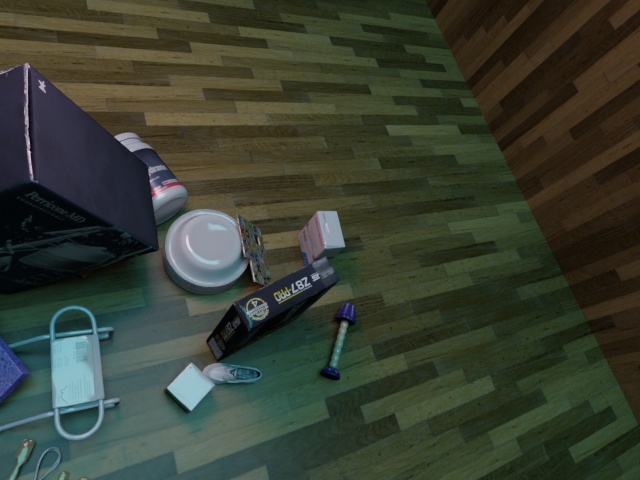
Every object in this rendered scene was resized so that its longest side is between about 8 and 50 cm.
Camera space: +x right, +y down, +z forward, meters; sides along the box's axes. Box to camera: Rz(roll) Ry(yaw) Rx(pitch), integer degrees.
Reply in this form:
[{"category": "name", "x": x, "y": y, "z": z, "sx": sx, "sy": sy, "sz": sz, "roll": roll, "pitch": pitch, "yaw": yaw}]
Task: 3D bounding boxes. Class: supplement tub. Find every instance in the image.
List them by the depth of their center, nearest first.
[{"category": "supplement tub", "x": -0.590, "y": -0.198, "z": 1.472, "sx": 0.191, "sy": 0.191, "sz": 0.272, "roll": -38, "pitch": 86, "yaw": -35}]

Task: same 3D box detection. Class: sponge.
[{"category": "sponge", "x": -0.853, "y": 0.308, "z": 1.139, "sx": 0.210, "sy": 0.031, "sz": 0.117, "roll": 43, "pitch": 85, "yaw": 12}]

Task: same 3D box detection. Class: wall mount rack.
[{"category": "wall mount rack", "x": -0.706, "y": 0.362, "z": 1.185, "sx": 0.304, "sy": 0.130, "sz": 0.350, "roll": -3, "pitch": 67, "yaw": -31}]

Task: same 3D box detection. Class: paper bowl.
[{"category": "paper bowl", "x": -0.375, "y": 0.027, "z": 1.495, "sx": 0.284, "sy": 0.148, "sz": 0.284, "roll": 11, "pitch": 62, "yaw": -22}]

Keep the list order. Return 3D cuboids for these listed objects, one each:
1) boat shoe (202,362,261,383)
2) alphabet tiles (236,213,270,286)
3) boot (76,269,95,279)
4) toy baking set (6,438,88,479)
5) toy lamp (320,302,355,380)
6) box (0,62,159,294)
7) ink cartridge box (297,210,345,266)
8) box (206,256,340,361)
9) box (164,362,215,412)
[{"category": "boat shoe", "x": -0.274, "y": 0.419, "z": 1.397, "sx": 0.184, "sy": 0.063, "sz": 0.066, "roll": 16, "pitch": 60, "yaw": -19}, {"category": "alphabet tiles", "x": -0.227, "y": 0.042, "z": 1.551, "sx": 0.009, "sy": 0.198, "sz": 0.237, "roll": -18, "pitch": 71, "yaw": 11}, {"category": "boot", "x": -0.765, "y": -0.030, "z": 1.371, "sx": 0.283, "sy": 0.109, "sz": 0.220, "roll": 39, "pitch": 59, "yaw": -13}, {"category": "toy baking set", "x": -0.703, "y": 0.635, "z": 1.106, "sx": 0.256, "sy": 0.030, "sz": 0.197, "roll": 46, "pitch": 52, "yaw": 0}, {"category": "toy lamp", "x": 0.069, "y": 0.353, "z": 1.592, "sx": 0.080, "sy": 0.080, "sz": 0.275, "roll": 28, "pitch": 58, "yaw": -11}, {"category": "box", "x": -0.734, "y": -0.102, "z": 1.077, "sx": 0.471, "sy": 0.480, "sz": 0.297, "roll": -18, "pitch": 72, "yaw": 4}, {"category": "ink cartridge box", "x": 0.000, "y": 0.000, "z": 1.655, "sx": 0.086, "sy": 0.203, "sz": 0.148, "roll": -2, "pitch": 67, "yaw": -27}, {"category": "box", "x": -0.156, "y": 0.217, "z": 1.356, "sx": 0.318, "sy": 0.395, "sz": 0.097, "roll": -26, "pitch": 77, "yaw": -34}, {"category": "box", "x": -0.387, "y": 0.436, "z": 1.319, "sx": 0.101, "sy": 0.087, "sz": 0.102, "roll": 44, "pitch": 55, "yaw": 0}]
